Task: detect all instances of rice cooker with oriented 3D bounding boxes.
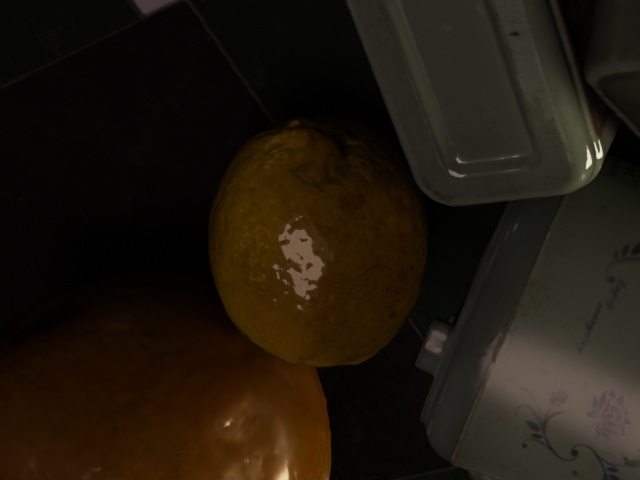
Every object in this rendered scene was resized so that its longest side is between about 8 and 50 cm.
[{"bbox_3d":[0.230,0.085,1.090,0.316,0.264,0.316,23,178,1],"label":"rice cooker"}]

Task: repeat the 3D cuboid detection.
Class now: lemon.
[{"bbox_3d":[0.000,0.000,1.190,0.170,0.170,0.207,17,124,11],"label":"lemon"}]

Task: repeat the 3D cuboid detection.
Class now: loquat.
[{"bbox_3d":[-0.148,0.180,1.297,0.328,0.328,0.328,13,131,15],"label":"loquat"}]

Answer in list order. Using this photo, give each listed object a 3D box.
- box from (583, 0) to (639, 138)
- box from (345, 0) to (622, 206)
[{"bbox_3d":[0.365,-0.082,0.833,0.395,0.396,0.111,3,85,22],"label":"box"},{"bbox_3d":[0.102,-0.177,0.988,0.175,0.182,0.312,-5,125,28],"label":"box"}]
